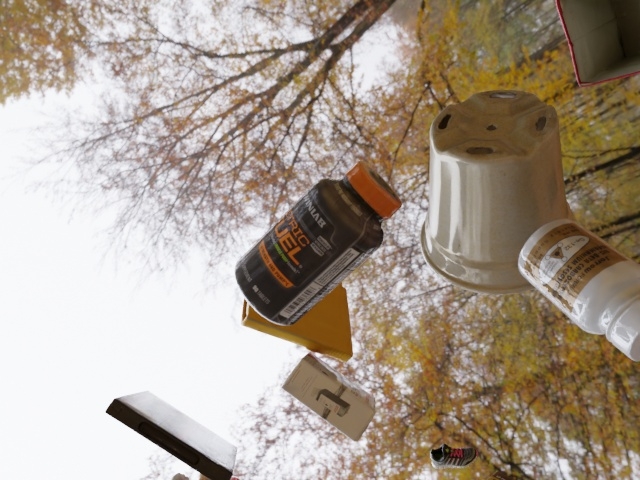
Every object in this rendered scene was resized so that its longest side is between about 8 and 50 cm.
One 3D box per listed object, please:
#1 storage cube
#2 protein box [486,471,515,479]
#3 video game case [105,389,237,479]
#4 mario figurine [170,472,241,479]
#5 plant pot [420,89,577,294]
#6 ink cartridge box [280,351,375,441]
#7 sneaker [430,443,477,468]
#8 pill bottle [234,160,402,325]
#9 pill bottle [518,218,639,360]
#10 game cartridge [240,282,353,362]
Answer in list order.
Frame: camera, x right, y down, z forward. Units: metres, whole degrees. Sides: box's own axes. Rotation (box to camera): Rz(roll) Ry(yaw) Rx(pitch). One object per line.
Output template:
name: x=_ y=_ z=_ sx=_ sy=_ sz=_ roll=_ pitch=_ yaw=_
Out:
storage cube: x=0.598 y=-0.423 z=0.878 sx=0.193 sy=0.215 sz=0.184 roll=-33 pitch=-73 yaw=-28
protein box: x=0.468 y=0.753 z=1.225 sx=0.199 sy=0.136 sz=0.201 roll=5 pitch=-85 yaw=-49
video game case: x=-0.282 y=0.386 z=0.949 sx=0.248 sy=0.275 sz=0.035 roll=32 pitch=-107 yaw=1
mario figurine: x=-0.307 y=0.567 z=1.026 sx=0.320 sy=0.170 sz=0.198 roll=5 pitch=-155 yaw=-48
plant pot: x=0.350 y=-0.113 z=0.954 sx=0.306 sy=0.333 sz=0.334 roll=68 pitch=-150 yaw=-44
ink cartridge box: x=0.026 y=0.381 z=1.175 sx=0.217 sy=0.092 sz=0.158 roll=35 pitch=179 yaw=9
sneaker: x=0.457 y=0.745 z=1.646 sx=0.075 sy=0.170 sz=0.063 roll=58 pitch=-153 yaw=-22
pill bottle: x=0.000 y=0.000 z=0.679 sx=0.130 sy=0.245 sz=0.130 roll=41 pitch=-162 yaw=-17
pill bottle: x=0.440 y=0.074 z=0.755 sx=0.131 sy=0.131 sz=0.229 roll=27 pitch=-161 yaw=-34
game cartridge: x=-0.060 y=0.174 z=1.333 sx=0.323 sy=0.053 sz=0.285 roll=26 pitch=-146 yaw=-22
